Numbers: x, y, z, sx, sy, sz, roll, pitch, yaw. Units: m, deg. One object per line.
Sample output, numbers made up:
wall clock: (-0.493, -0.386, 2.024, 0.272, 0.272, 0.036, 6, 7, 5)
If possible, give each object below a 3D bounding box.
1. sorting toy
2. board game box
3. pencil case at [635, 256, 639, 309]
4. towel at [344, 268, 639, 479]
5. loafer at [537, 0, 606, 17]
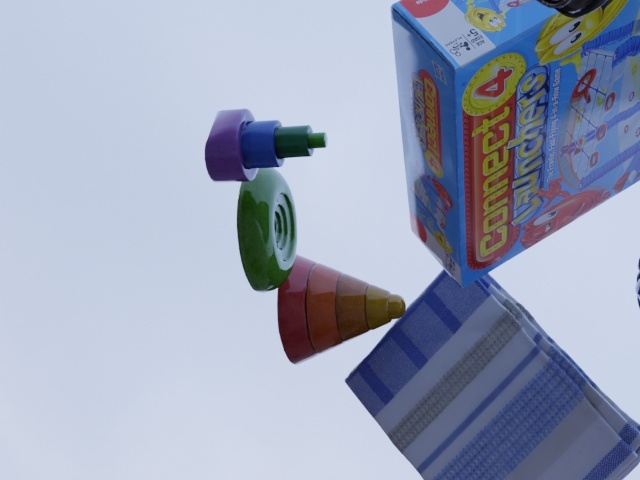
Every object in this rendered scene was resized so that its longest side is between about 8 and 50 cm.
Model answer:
sorting toy: (0.000, 0.000, 1.197, 0.126, 0.127, 0.365, -2, -36, 15)
board game box: (0.216, -0.139, 1.051, 0.086, 0.302, 0.308, 52, -14, 32)
pencil case: (0.399, -0.024, 1.078, 0.133, 0.306, 0.119, 38, -22, 19)
towel: (0.176, 0.176, 1.256, 0.285, 0.209, 0.034, 48, 16, 25)
loafer: (0.143, -0.228, 0.705, 0.080, 0.078, 0.220, 50, -31, 42)
